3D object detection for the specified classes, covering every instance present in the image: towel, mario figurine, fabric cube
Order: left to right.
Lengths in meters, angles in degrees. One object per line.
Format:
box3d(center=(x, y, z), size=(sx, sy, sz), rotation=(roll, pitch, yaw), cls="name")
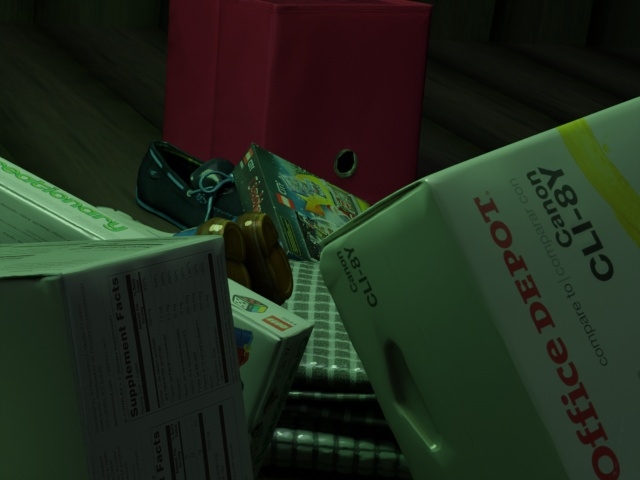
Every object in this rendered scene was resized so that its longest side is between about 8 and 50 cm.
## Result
box3d(center=(-0.182, 0.074, 1.334), size=(0.320, 0.170, 0.198), rotation=(-12, -35, 25), cls="mario figurine")
box3d(center=(-0.034, -0.191, 2.077), size=(0.254, 0.258, 0.259), rotation=(-5, 16, -36), cls="fabric cube")
box3d(center=(0.033, 0.100, 1.415), size=(0.235, 0.121, 0.284), rotation=(6, 17, 0), cls="towel")

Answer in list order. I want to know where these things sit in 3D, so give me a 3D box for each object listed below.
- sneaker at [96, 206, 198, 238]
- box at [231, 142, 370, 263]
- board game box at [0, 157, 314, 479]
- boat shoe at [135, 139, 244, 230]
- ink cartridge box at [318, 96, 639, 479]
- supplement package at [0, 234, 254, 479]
box3d(center=(-0.162, 0.038, 1.574), size=(0.297, 0.111, 0.129), rotation=(-1, 24, -23), cls="sneaker")
box3d(center=(0.000, 0.000, 1.674), size=(0.159, 0.044, 0.233), rotation=(26, 22, -24), cls="box")
box3d(center=(-0.171, 0.081, 1.164), size=(0.305, 0.193, 0.053), rotation=(28, 19, 20), cls="board game box")
box3d(center=(-0.134, -0.057, 1.912), size=(0.258, 0.089, 0.109), rotation=(19, 21, 34), cls="boat shoe")
box3d(center=(0.231, 0.050, 1.243), size=(0.384, 0.279, 0.160), rotation=(-21, -8, -35), cls="ink cartridge box")
box3d(center=(-0.193, 0.110, 1.043), size=(0.261, 0.204, 0.145), rotation=(-2, 8, 38), cls="supplement package")
